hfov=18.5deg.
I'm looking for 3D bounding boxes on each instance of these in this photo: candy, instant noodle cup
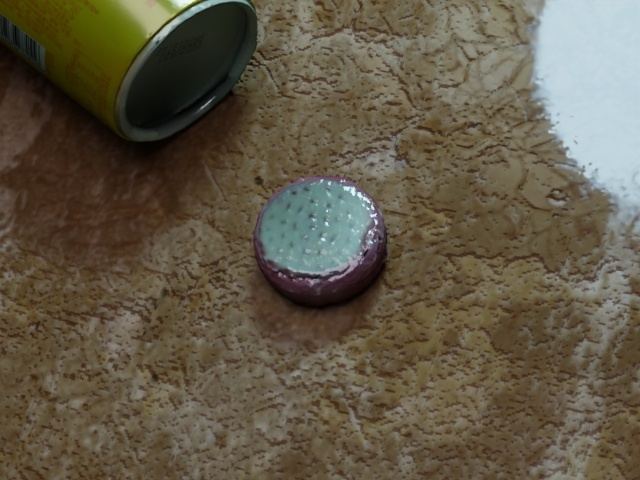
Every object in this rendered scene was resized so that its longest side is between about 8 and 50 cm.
[{"bbox_3d":[0.000,0.000,1.486,0.103,0.043,0.103,-4,59,7],"label":"candy"},{"bbox_3d":[-0.180,-0.205,1.568,0.215,0.215,0.236,-39,67,-12],"label":"instant noodle cup"}]
